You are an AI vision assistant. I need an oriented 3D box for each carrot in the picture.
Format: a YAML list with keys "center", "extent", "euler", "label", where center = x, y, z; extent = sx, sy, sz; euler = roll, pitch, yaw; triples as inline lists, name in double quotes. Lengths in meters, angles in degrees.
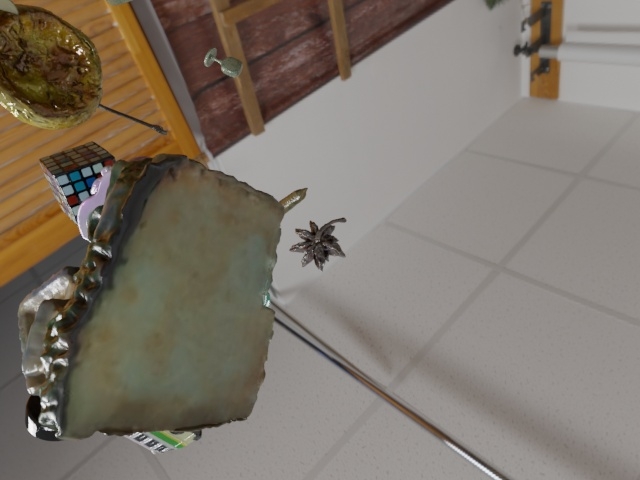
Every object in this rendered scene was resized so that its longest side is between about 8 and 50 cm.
- center: [-0.171, -0.100, 1.719]
  extent: [0.342, 0.070, 0.070]
  euler: [-34, -151, 32]
  label: "carrot"

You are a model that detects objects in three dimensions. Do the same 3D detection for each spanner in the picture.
- center: [-0.600, -0.384, 1.454]
  extent: [0.015, 0.254, 0.054]
  euler: [-60, -143, 16]
  label: "spanner"

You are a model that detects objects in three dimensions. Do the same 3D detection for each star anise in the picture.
- center: [0.000, -0.001, 1.681]
  extent: [0.208, 0.089, 0.232]
  euler: [17, -109, 6]
  label: "star anise"

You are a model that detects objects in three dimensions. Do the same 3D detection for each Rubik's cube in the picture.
- center: [-0.745, -0.184, 1.489]
  extent: [0.187, 0.182, 0.184]
  euler: [-29, -139, -29]
  label: "Rubik's cube"

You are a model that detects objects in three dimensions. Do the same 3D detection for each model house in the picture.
- center: [-0.340, 0.082, 0.884]
  extent: [0.399, 0.394, 0.446]
  euler: [8, -96, 41]
  label: "model house"

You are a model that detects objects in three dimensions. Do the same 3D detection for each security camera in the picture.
- center: [-0.254, -0.466, 1.240]
  extent: [0.092, 0.058, 0.058]
  euler: [30, -132, -4]
  label: "security camera"

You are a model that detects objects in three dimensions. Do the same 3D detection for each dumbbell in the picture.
- center: [-0.583, 0.327, 1.070]
  extent: [0.152, 0.218, 0.153]
  euler: [16, -155, -8]
  label: "dumbbell"

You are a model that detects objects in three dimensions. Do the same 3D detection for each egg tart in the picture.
- center: [-0.671, -0.408, 1.126]
  extent: [0.115, 0.290, 0.290]
  euler: [-3, -142, 44]
  label: "egg tart"

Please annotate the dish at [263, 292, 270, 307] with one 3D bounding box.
- center: [-0.272, 0.158, 1.691]
  extent: [0.223, 0.246, 0.078]
  euler: [16, -154, 8]
  label: "dish"

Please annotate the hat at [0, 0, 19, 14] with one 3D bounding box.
- center: [-0.733, -0.477, 0.952]
  extent: [0.144, 0.173, 0.166]
  euler: [-56, -137, 2]
  label: "hat"

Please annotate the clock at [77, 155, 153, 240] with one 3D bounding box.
- center: [-0.508, -0.063, 1.296]
  extent: [0.338, 0.339, 0.102]
  euler: [-3, -155, 19]
  label: "clock"

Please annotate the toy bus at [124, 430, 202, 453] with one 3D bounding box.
- center: [-0.527, 0.543, 1.462]
  extent: [0.179, 0.305, 0.143]
  euler: [-36, -144, 4]
  label: "toy bus"

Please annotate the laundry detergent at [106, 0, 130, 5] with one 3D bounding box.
- center: [-0.500, -0.665, 1.037]
  extent: [0.181, 0.253, 0.091]
  euler: [12, -123, 39]
  label: "laundry detergent"
